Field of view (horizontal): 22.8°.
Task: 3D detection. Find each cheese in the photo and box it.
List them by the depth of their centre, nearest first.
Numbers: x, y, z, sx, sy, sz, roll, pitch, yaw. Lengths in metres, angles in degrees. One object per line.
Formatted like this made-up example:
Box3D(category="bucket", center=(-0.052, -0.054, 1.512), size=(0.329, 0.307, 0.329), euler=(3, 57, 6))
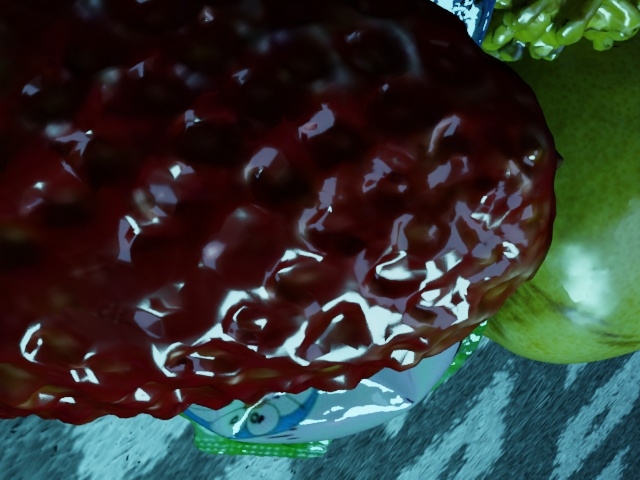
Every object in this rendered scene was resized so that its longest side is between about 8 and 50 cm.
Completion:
Box3D(category="cheese", center=(0.000, 0.000, 0.780), size=(0.203, 0.083, 0.320), euler=(5, 131, -14))

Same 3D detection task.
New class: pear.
Box3D(category="pear", center=(0.141, -0.042, 0.884), size=(0.209, 0.209, 0.209), euler=(-39, 152, -26))

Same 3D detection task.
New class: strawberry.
Box3D(category="strawberry", center=(-0.044, -0.030, 0.518), size=(0.205, 0.244, 0.205), euler=(7, 90, -76))

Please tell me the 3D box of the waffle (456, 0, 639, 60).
Box3D(category="waffle", center=(0.112, -0.185, 0.754), size=(0.193, 0.070, 0.197), euler=(-23, 111, -24))
